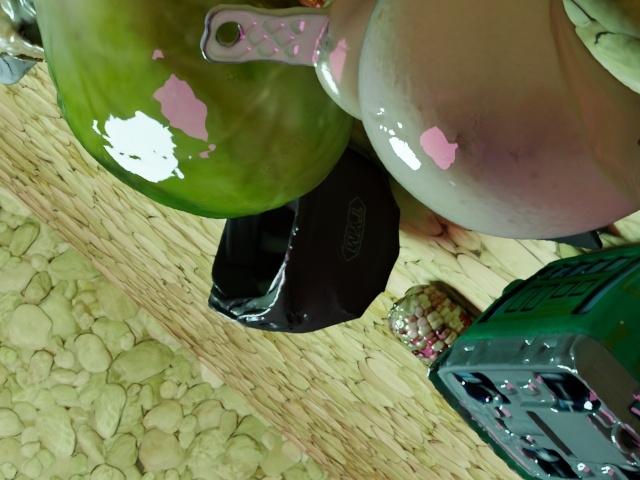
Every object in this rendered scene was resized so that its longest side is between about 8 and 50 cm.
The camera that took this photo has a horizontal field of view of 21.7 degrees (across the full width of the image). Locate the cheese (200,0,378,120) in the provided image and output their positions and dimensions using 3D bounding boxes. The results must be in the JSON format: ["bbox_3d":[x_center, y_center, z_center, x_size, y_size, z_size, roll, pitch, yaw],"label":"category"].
[{"bbox_3d":[0.031,-0.147,1.348,0.071,0.249,0.163,-115,12,-47],"label":"cheese"}]

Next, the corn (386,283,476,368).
[{"bbox_3d":[0.189,0.152,2.014,0.253,0.086,0.086,42,164,-6],"label":"corn"}]

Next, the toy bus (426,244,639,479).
[{"bbox_3d":[0.261,0.111,1.513,0.183,0.199,0.343,47,164,-10],"label":"toy bus"}]

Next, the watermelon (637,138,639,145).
[{"bbox_3d":[0.325,-0.064,1.187,0.155,0.080,0.101,43,129,2],"label":"watermelon"}]

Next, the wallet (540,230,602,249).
[{"bbox_3d":[0.165,-0.084,1.536,0.244,0.025,0.124,51,162,-28],"label":"wallet"}]

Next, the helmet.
[{"bbox_3d":[0.000,0.000,1.833,0.177,0.225,0.305,16,175,-20],"label":"helmet"}]

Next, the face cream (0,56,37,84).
[{"bbox_3d":[-0.385,-0.298,2.024,0.177,0.153,0.177,37,163,13],"label":"face cream"}]

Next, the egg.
[{"bbox_3d":[0.131,-0.091,1.224,0.271,0.206,0.162,53,-158,-13],"label":"egg"}]

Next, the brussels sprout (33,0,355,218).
[{"bbox_3d":[-0.106,-0.182,1.522,0.344,0.268,0.344,38,144,34],"label":"brussels sprout"}]

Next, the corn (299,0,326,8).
[{"bbox_3d":[-0.036,-0.287,1.333,0.093,0.093,0.244,18,153,54],"label":"corn"}]

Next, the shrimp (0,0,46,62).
[{"bbox_3d":[-0.304,-0.258,1.893,0.446,0.221,0.110,41,-154,-32],"label":"shrimp"}]
